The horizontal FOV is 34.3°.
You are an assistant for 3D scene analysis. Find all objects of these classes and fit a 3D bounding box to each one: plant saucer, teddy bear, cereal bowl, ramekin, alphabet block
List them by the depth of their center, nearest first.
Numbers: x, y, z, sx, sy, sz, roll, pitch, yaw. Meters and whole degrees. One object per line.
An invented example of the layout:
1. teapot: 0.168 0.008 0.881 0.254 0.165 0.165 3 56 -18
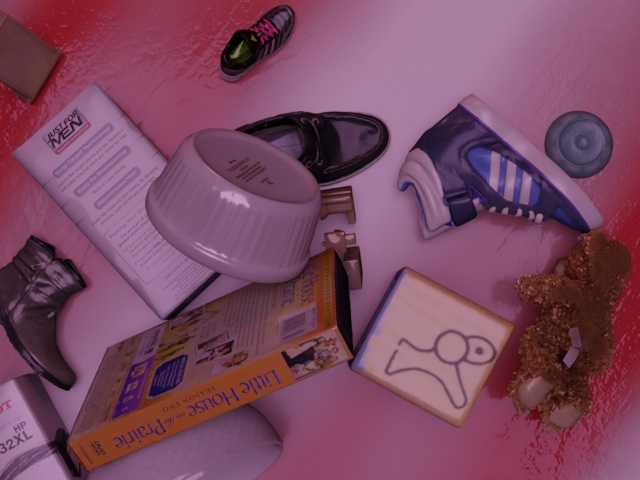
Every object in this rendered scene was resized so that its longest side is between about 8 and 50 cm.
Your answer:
1. ramekin: -0.121 -0.063 1.584 0.273 0.273 0.127 29 115 2
2. cereal bowl: -0.232 0.349 1.616 0.339 0.339 0.141 -32 72 -2
3. alphabet block: 0.174 0.170 1.686 0.197 0.193 0.192 29 89 2
4. teddy bear: 0.401 0.147 1.701 0.245 0.113 0.337 13 81 -29
5. plant saucer: 0.449 -0.168 1.791 0.119 0.021 0.119 0 86 0

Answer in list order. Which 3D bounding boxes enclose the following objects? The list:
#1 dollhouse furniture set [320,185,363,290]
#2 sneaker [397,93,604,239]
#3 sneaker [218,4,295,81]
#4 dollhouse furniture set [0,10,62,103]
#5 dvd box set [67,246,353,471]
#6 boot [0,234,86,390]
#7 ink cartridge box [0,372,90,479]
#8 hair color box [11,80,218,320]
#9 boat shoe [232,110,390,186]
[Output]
1. dollhouse furniture set: 0.000 0.000 1.737 0.123 0.144 0.151 -7 101 5
2. sneaker: 0.284 -0.063 1.744 0.323 0.130 0.236 42 97 -2
3. sneaker: -0.109 -0.344 1.779 0.170 0.075 0.063 -42 87 -2
4. dollhouse furniture set: -0.596 -0.354 1.776 0.242 0.161 0.212 29 87 24
5. dvd box set: -0.153 0.167 1.553 0.420 0.307 0.062 -24 109 8
6. boot: -0.458 0.120 1.753 0.161 0.083 0.246 -41 88 -8
7. ink cartridge box: -0.511 0.406 1.707 0.223 0.129 0.307 -29 87 -1
8. hair color box: -0.316 -0.063 1.744 0.185 0.113 0.374 -42 88 -3
9. boat shoe: -0.047 -0.156 1.747 0.340 0.113 0.127 -5 86 0
